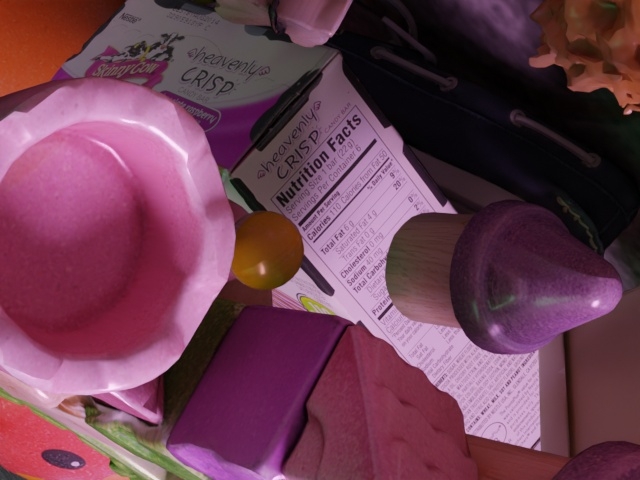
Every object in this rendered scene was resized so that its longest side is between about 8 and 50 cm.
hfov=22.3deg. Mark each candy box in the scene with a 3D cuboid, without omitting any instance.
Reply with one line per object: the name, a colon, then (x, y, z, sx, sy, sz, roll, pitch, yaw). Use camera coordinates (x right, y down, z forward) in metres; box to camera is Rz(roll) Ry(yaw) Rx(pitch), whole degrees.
candy box: (0.000, 0.000, 0.737, 0.159, 0.071, 0.233, 26, 160, 51)

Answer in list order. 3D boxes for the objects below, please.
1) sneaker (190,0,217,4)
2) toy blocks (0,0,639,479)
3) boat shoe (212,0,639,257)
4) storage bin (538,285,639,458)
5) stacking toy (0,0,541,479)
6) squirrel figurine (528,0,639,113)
sneaker: (-0.003, -0.182, 0.610, 0.147, 0.145, 0.385, 57, 155, -19)
toy blocks: (0.011, 0.041, 0.411, 0.288, 0.309, 0.260, 41, 160, -33)
boat shoe: (0.040, -0.060, 0.805, 0.254, 0.079, 0.095, 31, 149, 32)
storage bin: (0.198, 0.167, 0.637, 0.260, 0.123, 0.262, 58, -161, -20)
stacking toy: (-0.057, 0.051, 0.959, 0.480, 0.350, 0.350, 25, 151, 13)
squirrel figurine: (0.231, -0.035, 0.352, 0.397, 0.281, 0.370, 52, 172, 31)
